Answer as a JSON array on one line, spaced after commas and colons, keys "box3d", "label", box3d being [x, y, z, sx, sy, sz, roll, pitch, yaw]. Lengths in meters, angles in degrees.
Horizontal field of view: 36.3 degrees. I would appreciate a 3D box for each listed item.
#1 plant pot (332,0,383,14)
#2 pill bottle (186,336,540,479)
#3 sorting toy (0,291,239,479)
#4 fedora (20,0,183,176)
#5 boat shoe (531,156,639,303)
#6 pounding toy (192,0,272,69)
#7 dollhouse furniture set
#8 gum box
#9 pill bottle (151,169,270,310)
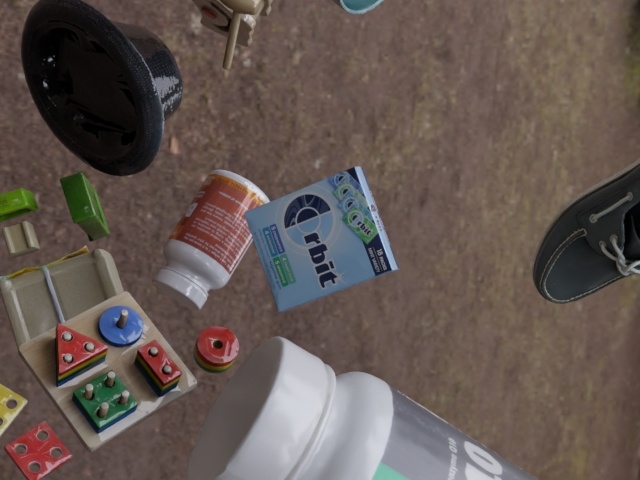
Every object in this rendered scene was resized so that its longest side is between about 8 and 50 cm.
[{"box3d": [0.023, -0.417, 1.033, 0.293, 0.196, 0.293, -53, 167, -18], "label": "plant pot"}, {"box3d": [0.062, 0.259, 0.972, 0.361, 0.204, 0.204, 33, 61, -14], "label": "pill bottle"}, {"box3d": [-0.219, 0.125, 0.982, 0.274, 0.132, 0.046, -29, 160, -34], "label": "sorting toy"}, {"box3d": [-0.352, -0.276, 1.661, 0.152, 0.334, 0.334, -33, 126, -44], "label": "fedora"}, {"box3d": [0.377, -0.014, 1.198, 0.116, 0.319, 0.099, 36, 35, -12], "label": "boat shoe"}, {"box3d": [-0.174, -0.373, 1.562, 0.155, 0.154, 0.269, -60, -176, -5], "label": "pounding toy"}, {"box3d": [-0.466, 0.056, 1.751, 0.151, 0.198, 0.301, 110, -39, -78], "label": "dollhouse furniture set"}, {"box3d": [0.000, 0.000, 1.399, 0.041, 0.184, 0.157, -4, 74, -71], "label": "gum box"}, {"box3d": [-0.182, 0.001, 1.603, 0.216, 0.121, 0.121, -60, 145, -19], "label": "pill bottle"}]
